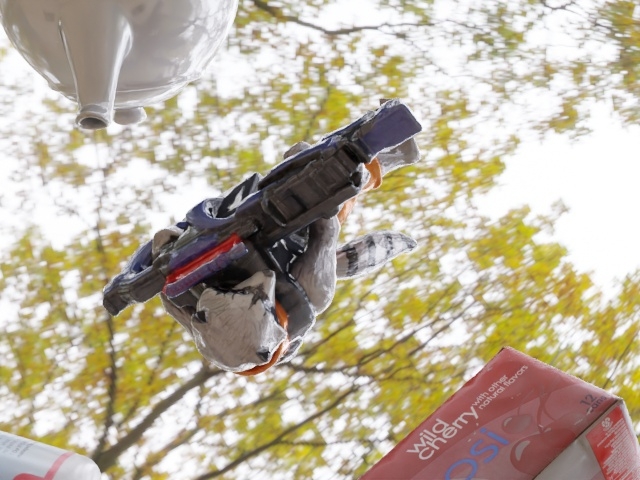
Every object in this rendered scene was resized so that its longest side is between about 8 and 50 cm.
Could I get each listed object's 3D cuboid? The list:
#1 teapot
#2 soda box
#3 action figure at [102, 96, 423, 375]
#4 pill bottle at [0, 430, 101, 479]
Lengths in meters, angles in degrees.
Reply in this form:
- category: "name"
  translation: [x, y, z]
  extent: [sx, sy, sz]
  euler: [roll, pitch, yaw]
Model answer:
- category: "teapot"
  translation: [-0.192, -0.206, 1.250]
  extent: [0.253, 0.256, 0.187]
  euler: [13, -67, 47]
- category: "soda box"
  translation: [0.048, 0.174, 0.658]
  extent: [0.092, 0.263, 0.083]
  euler: [23, -34, 53]
- category: "action figure"
  translation: [0.000, 0.000, 1.106]
  extent: [0.341, 0.330, 0.178]
  euler: [-28, -77, 36]
- category: "pill bottle"
  translation: [-0.192, 0.124, 0.609]
  extent: [0.160, 0.087, 0.087]
  euler: [15, -77, 5]
